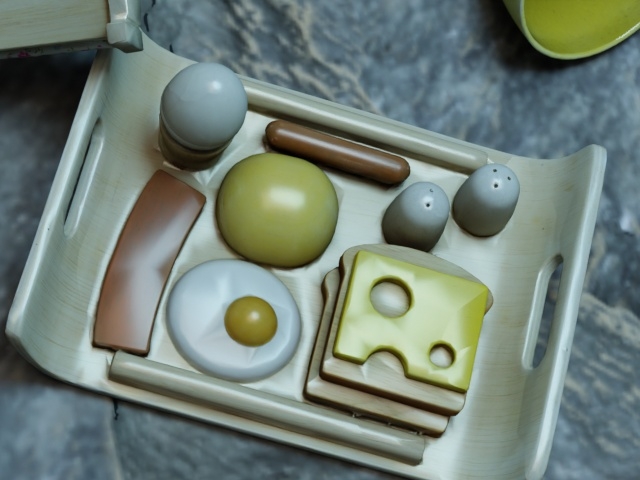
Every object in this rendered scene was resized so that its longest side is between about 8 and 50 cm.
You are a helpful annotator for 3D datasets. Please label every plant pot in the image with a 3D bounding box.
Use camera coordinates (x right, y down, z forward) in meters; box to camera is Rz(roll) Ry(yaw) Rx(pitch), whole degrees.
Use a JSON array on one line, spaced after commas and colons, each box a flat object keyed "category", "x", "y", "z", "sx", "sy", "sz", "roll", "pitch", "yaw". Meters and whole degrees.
[{"category": "plant pot", "x": 0.155, "y": -0.195, "z": 1.116, "sx": 0.134, "sy": 0.134, "sz": 0.095, "roll": -23, "pitch": 49, "yaw": -19}]

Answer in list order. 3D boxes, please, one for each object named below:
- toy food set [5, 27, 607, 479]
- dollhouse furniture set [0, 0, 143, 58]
[{"category": "toy food set", "x": 0.000, "y": 0.000, "z": 1.011, "sx": 0.306, "sy": 0.092, "sz": 0.219, "roll": 16, "pitch": 66, "yaw": -5}, {"category": "dollhouse furniture set", "x": -0.144, "y": -0.198, "z": 1.048, "sx": 0.303, "sy": 0.174, "sz": 0.355, "roll": -5, "pitch": 88, "yaw": 7}]
